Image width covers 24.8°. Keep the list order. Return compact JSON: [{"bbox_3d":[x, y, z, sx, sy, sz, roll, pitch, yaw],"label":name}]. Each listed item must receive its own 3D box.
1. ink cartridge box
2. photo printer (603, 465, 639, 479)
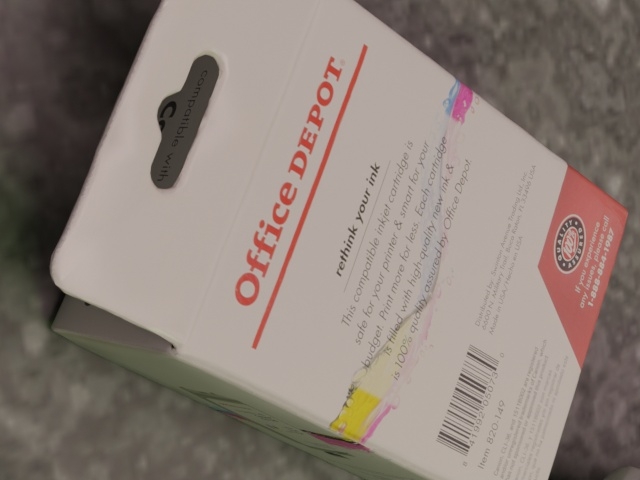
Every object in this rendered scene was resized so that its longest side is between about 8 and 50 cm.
[{"bbox_3d":[0.000,0.000,0.445,0.198,0.067,0.115,32,72,-38],"label":"ink cartridge box"},{"bbox_3d":[0.166,0.244,0.567,0.307,0.107,0.256,36,70,-35],"label":"photo printer"}]
